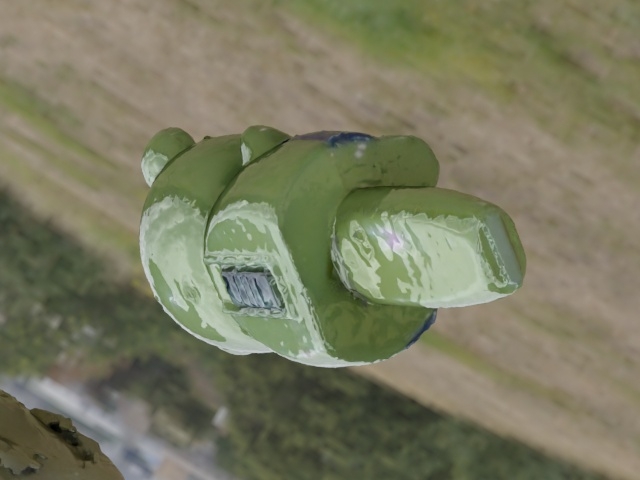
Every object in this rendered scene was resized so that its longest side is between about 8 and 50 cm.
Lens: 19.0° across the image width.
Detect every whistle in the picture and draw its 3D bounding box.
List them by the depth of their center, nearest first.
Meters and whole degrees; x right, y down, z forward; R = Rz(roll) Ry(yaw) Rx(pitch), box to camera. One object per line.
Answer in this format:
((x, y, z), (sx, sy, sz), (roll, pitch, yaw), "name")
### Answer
((0.000, 0.000, 0.747), (0.227, 0.085, 0.105), (-1, 115, 55), "whistle")

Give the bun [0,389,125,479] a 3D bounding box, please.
((-0.207, 0.125, 0.937), (0.239, 0.141, 0.239), (16, 158, 6), "bun")
